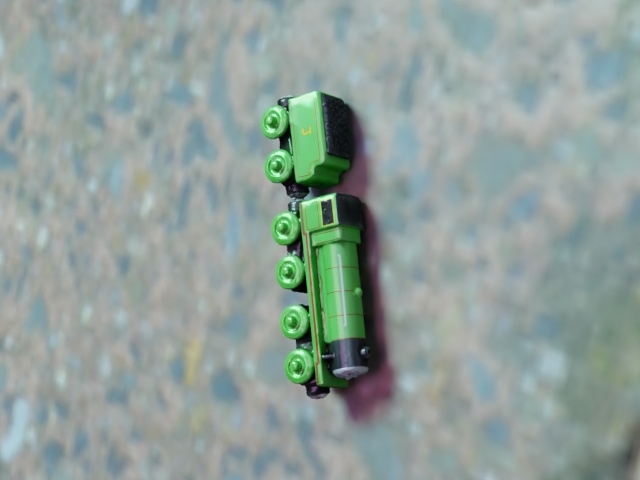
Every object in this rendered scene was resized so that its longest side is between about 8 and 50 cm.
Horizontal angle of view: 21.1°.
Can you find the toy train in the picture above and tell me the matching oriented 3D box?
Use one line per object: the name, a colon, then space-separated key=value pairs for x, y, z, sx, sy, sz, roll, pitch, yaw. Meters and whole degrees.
toy train: x=0.000 y=0.000 z=0.457 sx=0.024 sy=0.017 sz=0.083 roll=-14 pitch=76 yaw=33
